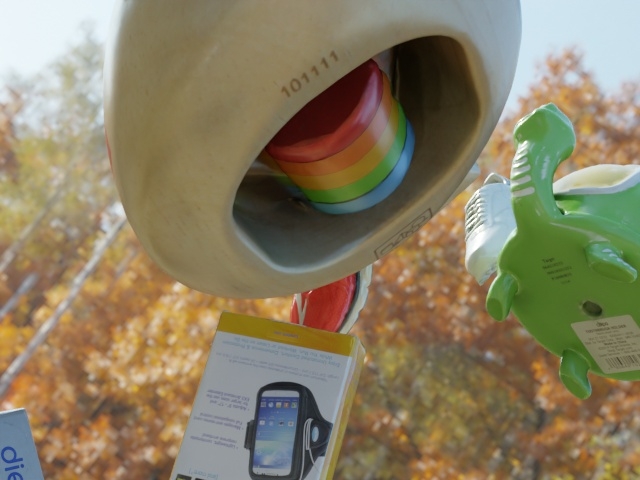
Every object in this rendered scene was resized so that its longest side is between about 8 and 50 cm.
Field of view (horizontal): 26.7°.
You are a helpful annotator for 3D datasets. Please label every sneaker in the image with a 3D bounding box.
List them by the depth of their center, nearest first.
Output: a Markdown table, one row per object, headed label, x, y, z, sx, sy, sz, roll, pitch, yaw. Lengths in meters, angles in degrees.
| label | x | y | z | sx | sy | sz | roll | pitch | yaw |
| --- | --- | --- | --- | --- | --- | --- | --- | --- | --- |
| sneaker | 0.000 | 0.000 | 1.667 | 0.107 | 0.279 | 0.118 | 13 | -1 | 43 |
| sneaker | 0.230 | -0.018 | 1.824 | 0.095 | 0.235 | 0.090 | 46 | -61 | -1 |

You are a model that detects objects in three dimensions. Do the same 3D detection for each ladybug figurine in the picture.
| label | x | y | z | sx | sy | sz | roll | pitch | yaw |
| --- | --- | --- | --- | --- | --- | --- | --- | --- | --- |
| ladybug figurine | -0.012 | -0.104 | 0.926 | 0.162 | 0.305 | 0.449 | 51 | -3 | 21 |

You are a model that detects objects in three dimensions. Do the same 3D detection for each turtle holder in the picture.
| label | x | y | z | sx | sy | sz | roll | pitch | yaw |
| --- | --- | --- | --- | --- | --- | --- | --- | --- | --- |
| turtle holder | 0.326 | 0.011 | 1.617 | 0.320 | 0.227 | 0.243 | 34 | -37 | 2 |

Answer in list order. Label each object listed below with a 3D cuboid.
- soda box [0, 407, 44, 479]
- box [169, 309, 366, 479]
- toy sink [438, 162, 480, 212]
| label | x | y | z | sx | sy | sz | roll | pitch | yaw |
| --- | --- | --- | --- | --- | --- | --- | --- | --- | --- |
| soda box | -0.200 | 0.253 | 0.799 | 0.091 | 0.098 | 0.286 | -28 | -105 | 45 |
| box | -0.032 | 0.110 | 0.717 | 0.081 | 0.136 | 0.028 | 10 | -17 | 19 |
| toy sink | 0.036 | -0.132 | 1.443 | 0.153 | 0.131 | 0.234 | 7 | 49 | -48 |
